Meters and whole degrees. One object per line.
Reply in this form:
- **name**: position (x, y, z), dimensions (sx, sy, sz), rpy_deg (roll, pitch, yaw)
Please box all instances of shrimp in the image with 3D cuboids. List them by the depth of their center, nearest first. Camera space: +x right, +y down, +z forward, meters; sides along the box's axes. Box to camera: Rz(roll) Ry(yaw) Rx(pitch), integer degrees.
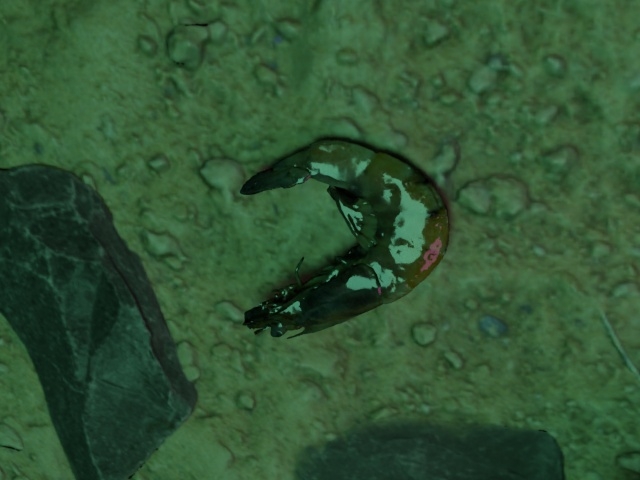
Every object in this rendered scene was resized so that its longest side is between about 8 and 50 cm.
- **shrimp**: position (0.000, 0.000, 0.991), dimensions (0.217, 0.051, 0.150), rpy_deg (-32, 103, 27)
